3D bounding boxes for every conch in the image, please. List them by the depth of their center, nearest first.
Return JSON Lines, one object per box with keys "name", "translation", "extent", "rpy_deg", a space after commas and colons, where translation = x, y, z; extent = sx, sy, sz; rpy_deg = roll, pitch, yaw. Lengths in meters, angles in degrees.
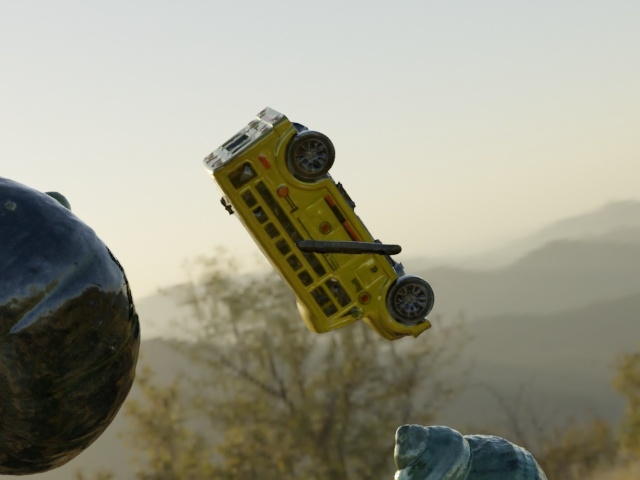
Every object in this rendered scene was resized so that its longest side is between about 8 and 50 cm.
{"name": "conch", "translation": [0.147, 0.263, 1.498], "extent": [0.176, 0.188, 0.122], "rpy_deg": [-42, -27, -36]}

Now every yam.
{"name": "yam", "translation": [0.028, 0.008, 1.517], "extent": [0.107, 0.014, 0.014], "rpy_deg": [2, 2, 9]}

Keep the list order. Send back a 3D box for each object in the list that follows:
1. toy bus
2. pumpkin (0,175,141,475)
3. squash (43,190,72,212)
{"name": "toy bus", "translation": [0.000, 0.000, 1.869], "extent": [0.152, 0.330, 0.144], "rpy_deg": [-36, 15, -5]}
{"name": "pumpkin", "translation": [-0.315, 0.080, 1.396], "extent": [0.300, 0.300, 0.207], "rpy_deg": [-14, 24, 41]}
{"name": "squash", "translation": [-0.347, 0.034, 1.648], "extent": [0.066, 0.066, 0.252], "rpy_deg": [-14, 29, 41]}
